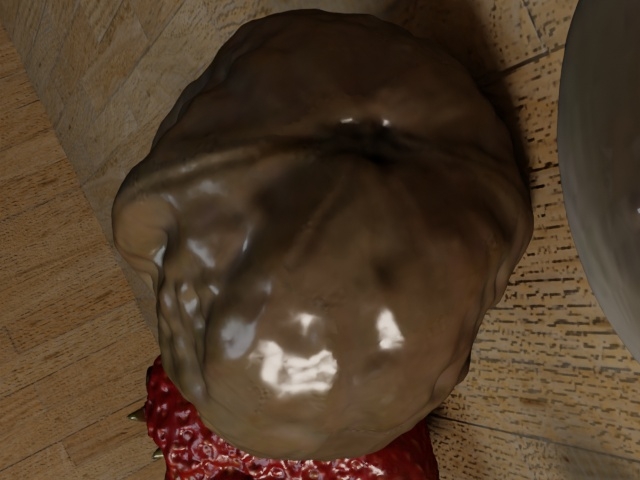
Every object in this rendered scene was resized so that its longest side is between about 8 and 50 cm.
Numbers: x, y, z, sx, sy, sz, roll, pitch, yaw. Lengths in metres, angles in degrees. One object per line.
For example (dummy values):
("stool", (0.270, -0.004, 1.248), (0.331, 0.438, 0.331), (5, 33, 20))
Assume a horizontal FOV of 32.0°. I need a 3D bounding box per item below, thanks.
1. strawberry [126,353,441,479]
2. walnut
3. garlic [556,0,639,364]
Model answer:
("strawberry", (-0.012, 0.183, 0.979), (0.277, 0.257, 0.257), (24, 140, 39))
("walnut", (-0.001, -0.003, 0.662), (0.273, 0.227, 0.273), (50, 154, 36))
("garlic", (0.174, -0.023, 0.311), (0.325, 0.132, 0.279), (68, 164, -1))
